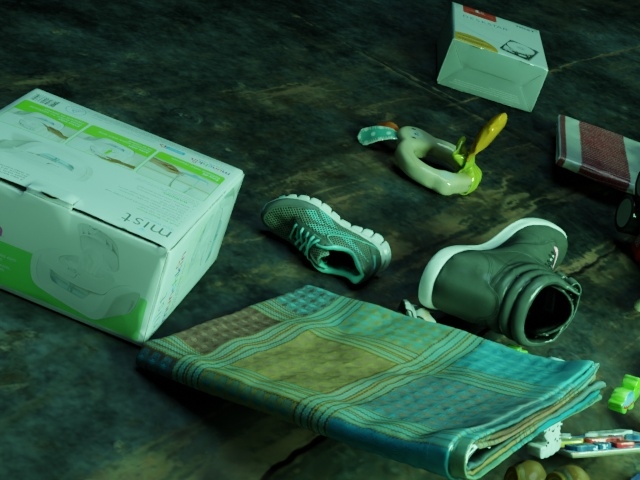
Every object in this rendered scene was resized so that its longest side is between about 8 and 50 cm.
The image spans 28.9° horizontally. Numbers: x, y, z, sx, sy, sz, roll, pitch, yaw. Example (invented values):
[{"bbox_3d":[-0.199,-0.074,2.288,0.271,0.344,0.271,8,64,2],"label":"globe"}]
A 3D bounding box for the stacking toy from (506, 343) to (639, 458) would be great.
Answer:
[{"bbox_3d":[0.211,0.150,1.281,0.167,0.052,0.221,16,20,39],"label":"stacking toy"}]

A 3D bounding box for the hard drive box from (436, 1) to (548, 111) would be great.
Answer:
[{"bbox_3d":[0.309,-0.338,2.269,0.181,0.089,0.232,17,27,-4],"label":"hard drive box"}]

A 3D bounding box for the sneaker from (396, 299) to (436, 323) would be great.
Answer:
[{"bbox_3d":[0.113,0.102,1.375,0.044,0.040,0.109,15,27,-12],"label":"sneaker"}]

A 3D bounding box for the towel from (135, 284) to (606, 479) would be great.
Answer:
[{"bbox_3d":[0.047,0.120,1.182,0.370,0.040,0.271,15,20,35],"label":"towel"}]

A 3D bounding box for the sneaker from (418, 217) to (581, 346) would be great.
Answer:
[{"bbox_3d":[0.252,0.054,1.457,0.147,0.104,0.296,27,24,31],"label":"sneaker"}]

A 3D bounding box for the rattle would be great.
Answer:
[{"bbox_3d":[0.155,-0.163,1.798,0.130,0.142,0.199,-24,52,-28],"label":"rattle"}]

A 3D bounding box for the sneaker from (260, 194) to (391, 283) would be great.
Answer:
[{"bbox_3d":[0.000,0.000,1.473,0.166,0.065,0.076,23,31,11],"label":"sneaker"}]

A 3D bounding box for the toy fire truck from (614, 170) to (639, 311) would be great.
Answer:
[{"bbox_3d":[0.492,-0.015,1.668,0.159,0.217,0.246,13,42,-13],"label":"toy fire truck"}]

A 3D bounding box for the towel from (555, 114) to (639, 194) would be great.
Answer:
[{"bbox_3d":[0.536,-0.104,2.013,0.329,0.037,0.237,20,24,1],"label":"towel"}]

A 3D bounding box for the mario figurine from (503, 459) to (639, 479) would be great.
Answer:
[{"bbox_3d":[0.336,0.227,1.146,0.321,0.170,0.198,7,27,-18],"label":"mario figurine"}]

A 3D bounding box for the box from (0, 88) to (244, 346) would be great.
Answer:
[{"bbox_3d":[-0.247,-0.035,1.305,0.262,0.126,0.231,22,28,5],"label":"box"}]

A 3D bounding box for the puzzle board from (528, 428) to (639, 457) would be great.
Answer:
[{"bbox_3d":[0.288,0.203,1.255,0.128,0.011,0.096,-1,1,-17],"label":"puzzle board"}]
